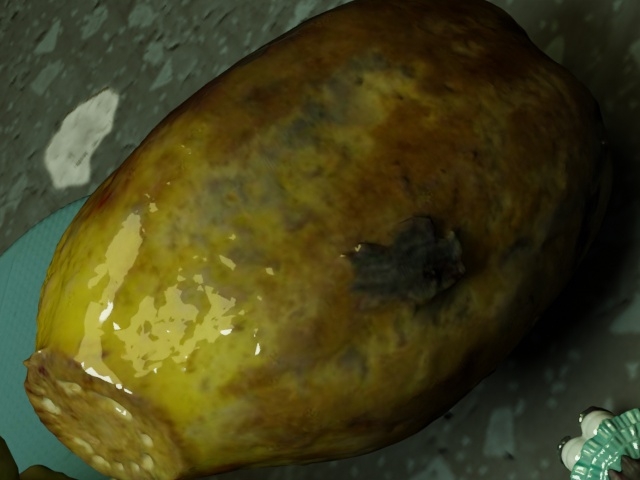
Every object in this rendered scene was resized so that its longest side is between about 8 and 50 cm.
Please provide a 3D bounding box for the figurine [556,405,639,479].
[{"bbox_3d":[0.141,0.102,0.785,0.060,0.047,0.106,-37,32,-7],"label":"figurine"}]

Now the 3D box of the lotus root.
[{"bbox_3d":[0.005,0.008,0.830,0.291,0.193,0.193,-31,25,-36],"label":"lotus root"}]

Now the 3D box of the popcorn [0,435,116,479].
[{"bbox_3d":[-0.145,0.250,0.838,0.325,0.290,0.321,57,152,18],"label":"popcorn"}]

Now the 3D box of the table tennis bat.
[{"bbox_3d":[-0.175,0.071,1.118,0.329,0.044,0.215,-3,66,41],"label":"table tennis bat"}]
